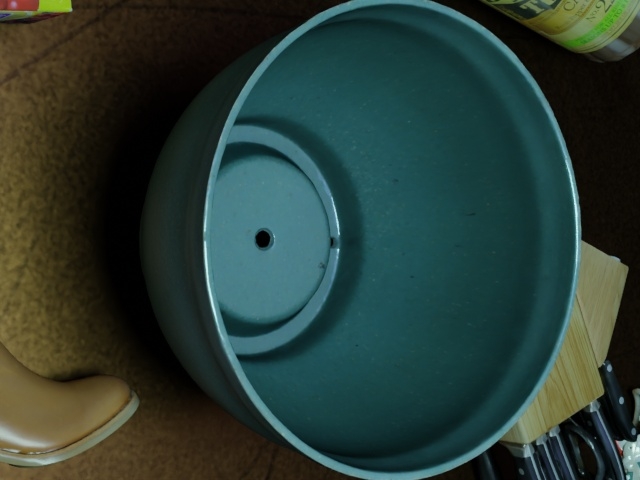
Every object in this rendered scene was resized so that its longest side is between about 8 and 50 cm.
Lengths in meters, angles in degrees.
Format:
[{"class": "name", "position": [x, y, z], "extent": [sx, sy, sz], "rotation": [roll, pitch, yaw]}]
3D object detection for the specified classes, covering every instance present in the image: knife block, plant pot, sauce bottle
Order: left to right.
[{"class": "plant pot", "position": [0.000, 0.000, 0.909], "extent": [0.293, 0.196, 0.293], "rotation": [1, 89, -35]}, {"class": "sauce bottle", "position": [0.124, -0.243, 1.057], "extent": [0.344, 0.111, 0.111], "rotation": [19, 78, -33]}, {"class": "knife block", "position": [0.140, 0.105, 1.075], "extent": [0.275, 0.088, 0.242], "rotation": [27, 73, -33]}]

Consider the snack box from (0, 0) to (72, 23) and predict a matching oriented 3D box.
[{"class": "snack box", "position": [-0.257, -0.217, 0.803], "extent": [0.207, 0.070, 0.174], "rotation": [-4, 93, -36]}]

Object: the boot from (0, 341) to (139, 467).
[{"class": "boot", "position": [-0.210, 0.069, 0.836], "extent": [0.197, 0.073, 0.152], "rotation": [-17, 95, -37]}]

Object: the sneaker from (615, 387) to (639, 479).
[{"class": "sneaker", "position": [0.271, 0.204, 1.198], "extent": [0.075, 0.057, 0.161], "rotation": [33, 72, -13]}]
